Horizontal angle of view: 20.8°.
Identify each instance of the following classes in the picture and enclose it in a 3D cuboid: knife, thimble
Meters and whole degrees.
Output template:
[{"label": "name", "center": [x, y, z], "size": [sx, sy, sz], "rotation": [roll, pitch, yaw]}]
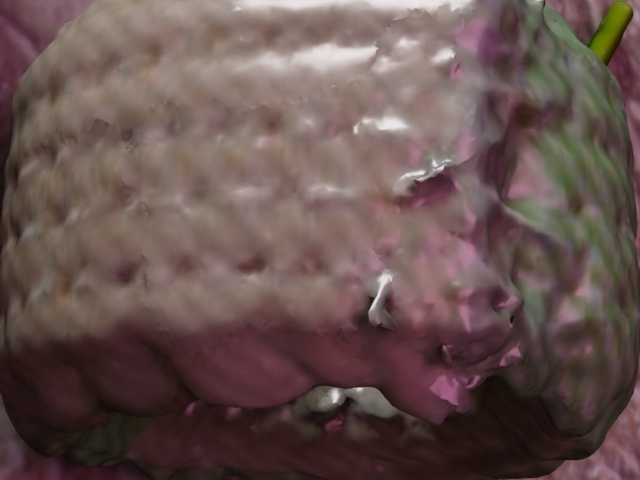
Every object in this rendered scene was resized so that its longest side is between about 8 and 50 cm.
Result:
[{"label": "knife", "center": [0.108, -0.046, 0.799], "size": [0.026, 0.022, 0.184], "rotation": [29, 59, 4]}, {"label": "thimble", "center": [0.000, 0.000, 0.583], "size": [0.219, 0.219, 0.150], "rotation": [12, 71, -32]}]
